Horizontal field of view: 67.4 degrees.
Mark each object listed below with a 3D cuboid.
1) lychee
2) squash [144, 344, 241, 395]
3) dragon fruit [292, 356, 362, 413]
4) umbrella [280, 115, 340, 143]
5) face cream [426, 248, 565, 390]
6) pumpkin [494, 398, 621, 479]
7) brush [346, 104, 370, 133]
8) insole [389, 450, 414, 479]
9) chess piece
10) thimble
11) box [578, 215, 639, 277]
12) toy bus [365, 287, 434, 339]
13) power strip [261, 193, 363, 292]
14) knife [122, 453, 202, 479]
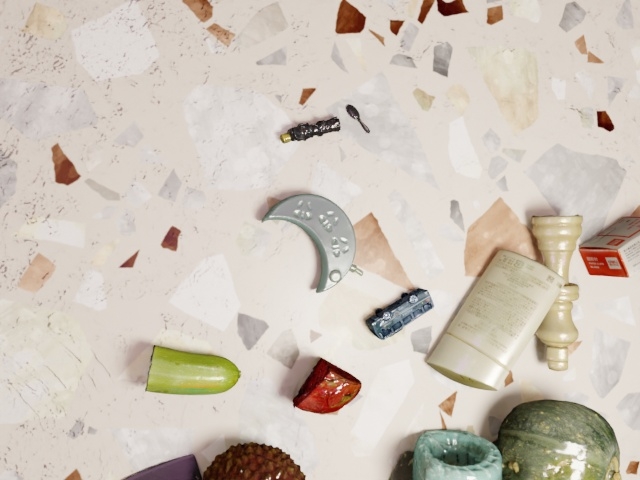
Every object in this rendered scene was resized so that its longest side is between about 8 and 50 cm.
[{"bbox_3d":[-0.137,0.545,0.936,0.271,0.271,0.271,0,90,-15],"label":"lychee"},{"bbox_3d":[-0.259,0.278,0.990,0.188,0.095,0.095,12,87,-16],"label":"squash"},{"bbox_3d":[0.022,0.335,1.039,0.127,0.161,0.120,29,81,-3],"label":"dragon fruit"},{"bbox_3d":[-0.022,-0.248,1.079,0.144,0.037,0.040,-19,94,-16],"label":"umbrella"},{"bbox_3d":[0.419,0.197,1.150,0.348,0.173,0.081,-55,146,-8],"label":"face cream"},{"bbox_3d":[0.549,0.544,1.120,0.291,0.257,0.327,29,65,-37],"label":"pumpkin"},{"bbox_3d":[0.090,-0.284,1.124,0.024,0.008,0.083,-42,100,-15],"label":"brush"},{"bbox_3d":[0.175,0.625,1.152,0.081,0.011,0.247,27,82,-17],"label":"insole"},{"bbox_3d":[0.597,0.133,1.218,0.117,0.117,0.397,-1,93,-15],"label":"chess piece"},{"bbox_3d":[0.302,0.536,1.084,0.235,0.198,0.143,1,92,-49],"label":"thimble"},{"bbox_3d":[0.805,0.015,1.262,0.182,0.133,0.099,-28,98,-12],"label":"box"},{"bbox_3d":[0.189,0.172,1.136,0.166,0.047,0.065,-29,102,-14],"label":"toy bus"},{"bbox_3d":[0.000,0.000,1.078,0.167,0.054,0.253,-41,99,-11],"label":"power strip"},{"bbox_3d":[-0.376,0.520,0.998,0.245,0.019,0.072,-19,91,-17],"label":"knife"}]
